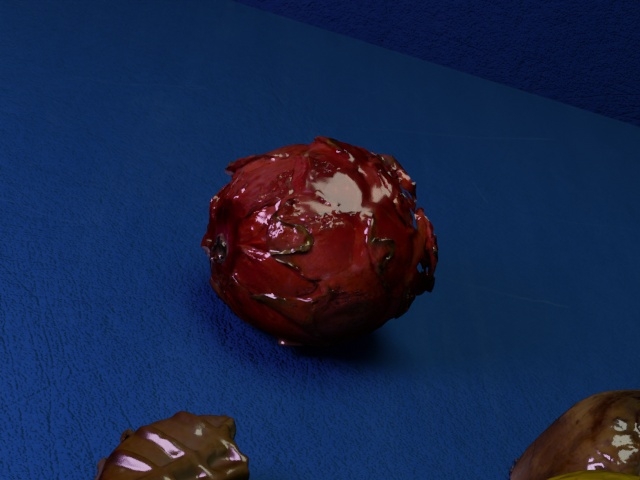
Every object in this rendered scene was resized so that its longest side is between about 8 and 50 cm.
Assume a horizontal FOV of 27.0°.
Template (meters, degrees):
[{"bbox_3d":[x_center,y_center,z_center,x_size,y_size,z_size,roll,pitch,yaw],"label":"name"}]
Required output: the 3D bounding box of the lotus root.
[{"bbox_3d":[0.388,0.289,1.649,0.272,0.192,0.272,18,33,-12],"label":"lotus root"}]

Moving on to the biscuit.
[{"bbox_3d":[-0.092,0.319,1.327,0.366,0.115,0.268,33,29,25],"label":"biscuit"}]

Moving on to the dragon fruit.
[{"bbox_3d":[0.000,0.000,1.790,0.302,0.295,0.295,2,32,-25],"label":"dragon fruit"}]

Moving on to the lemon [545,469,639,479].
[{"bbox_3d":[0.288,0.364,1.331,0.285,0.285,0.316,3,41,-30],"label":"lemon"}]
